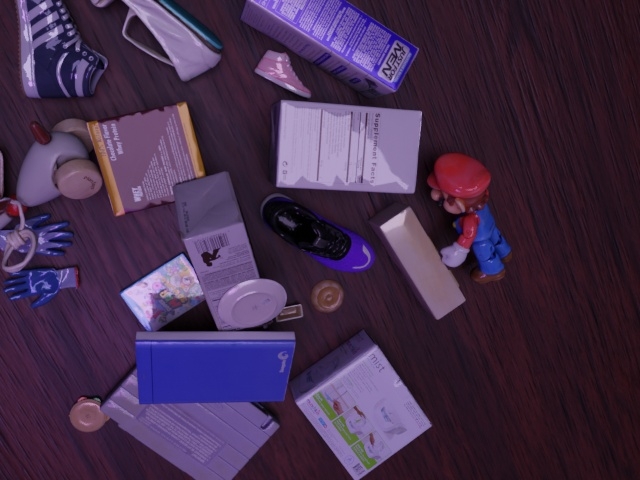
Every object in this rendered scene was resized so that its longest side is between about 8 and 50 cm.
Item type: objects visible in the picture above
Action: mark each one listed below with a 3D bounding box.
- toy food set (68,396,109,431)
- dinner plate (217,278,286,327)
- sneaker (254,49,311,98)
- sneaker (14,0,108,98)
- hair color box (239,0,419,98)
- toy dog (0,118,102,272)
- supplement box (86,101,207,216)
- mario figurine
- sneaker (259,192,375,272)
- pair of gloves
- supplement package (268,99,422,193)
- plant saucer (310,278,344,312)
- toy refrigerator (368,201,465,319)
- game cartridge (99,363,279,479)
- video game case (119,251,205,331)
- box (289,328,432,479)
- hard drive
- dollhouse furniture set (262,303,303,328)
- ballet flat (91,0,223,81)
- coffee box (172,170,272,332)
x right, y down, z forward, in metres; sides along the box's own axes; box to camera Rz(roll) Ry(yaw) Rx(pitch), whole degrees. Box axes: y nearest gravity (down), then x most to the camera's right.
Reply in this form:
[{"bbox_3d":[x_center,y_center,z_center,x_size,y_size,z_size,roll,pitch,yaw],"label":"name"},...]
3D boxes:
[{"bbox_3d":[-0.528,0.396,1.303,0.083,0.020,0.082,-44,105,-1],"label":"toy food set"},{"bbox_3d":[-0.134,0.132,1.147,0.141,0.017,0.141,-13,134,-14],"label":"dinner plate"},{"bbox_3d":[-0.069,-0.364,1.238,0.134,0.051,0.070,27,99,-10],"label":"sneaker"},{"bbox_3d":[-0.501,-0.417,1.117,0.153,0.099,0.282,4,106,-7],"label":"sneaker"},{"bbox_3d":[0.012,-0.425,1.174,0.339,0.185,0.110,29,92,-15],"label":"hair color box"},{"bbox_3d":[-0.585,-0.122,1.109,0.333,0.220,0.161,-48,148,-6],"label":"toy dog"},{"bbox_3d":[-0.346,-0.170,1.179,0.194,0.129,0.191,-15,103,-9],"label":"supplement box"},{"bbox_3d":[0.328,-0.060,1.327,0.170,0.198,0.320,-24,117,10],"label":"mario figurine"},{"bbox_3d":[-0.001,0.001,1.269,0.293,0.146,0.102,27,94,-14],"label":"sneaker"},{"bbox_3d":[-0.604,0.046,1.224,0.159,0.023,0.198,-8,101,-8],"label":"pair of gloves"},{"bbox_3d":[0.044,-0.200,1.225,0.293,0.177,0.175,2,99,-12],"label":"supplement package"},{"bbox_3d":[0.019,0.135,1.366,0.083,0.015,0.083,-2,101,-11],"label":"plant saucer"},{"bbox_3d":[0.229,0.044,1.346,0.094,0.102,0.269,-34,104,-4],"label":"toy refrigerator"},{"bbox_3d":[-0.300,0.406,1.332,0.355,0.068,0.230,43,94,-15],"label":"game cartridge"},{"bbox_3d":[-0.348,0.120,1.291,0.166,0.015,0.119,-33,105,-4],"label":"video game case"},{"bbox_3d":[0.096,0.392,1.370,0.231,0.127,0.262,-36,104,-4],"label":"box"},{"bbox_3d":[-0.225,0.275,1.226,0.319,0.040,0.210,2,130,-12],"label":"hard drive"},{"bbox_3d":[-0.097,0.159,1.313,0.114,0.081,0.091,-10,102,-9],"label":"dollhouse furniture set"},{"bbox_3d":[-0.375,-0.476,1.129,0.400,0.139,0.139,43,90,-16],"label":"ballet flat"},{"bbox_3d":[-0.193,0.034,1.162,0.119,0.168,0.297,-16,136,-7],"label":"coffee box"}]
